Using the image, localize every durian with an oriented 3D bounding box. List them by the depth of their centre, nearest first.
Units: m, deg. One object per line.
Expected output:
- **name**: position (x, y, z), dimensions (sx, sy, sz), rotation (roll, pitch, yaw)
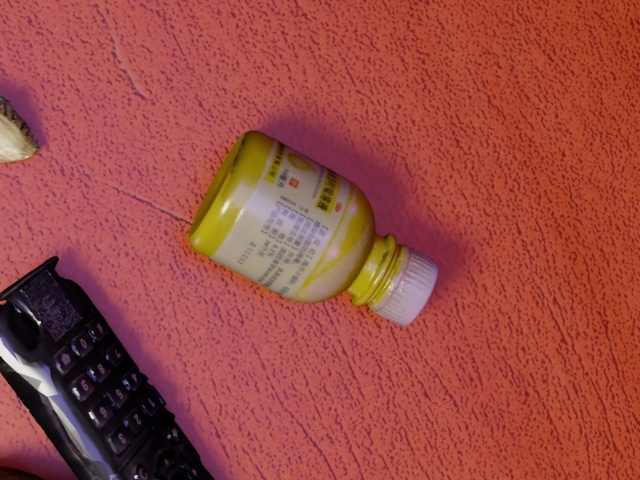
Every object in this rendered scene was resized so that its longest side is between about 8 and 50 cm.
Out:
- **durian**: position (-0.310, -0.103, 1.182), dimensions (0.130, 0.052, 0.066), rotation (6, 89, -13)

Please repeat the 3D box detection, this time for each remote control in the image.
- **remote control**: position (-0.157, 0.205, 1.167), dimensions (0.062, 0.144, 0.399), rotation (-30, 98, 23)

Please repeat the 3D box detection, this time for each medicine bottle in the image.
- **medicine bottle**: position (0.000, 0.000, 1.210), dimensions (0.212, 0.122, 0.122), rotation (28, 83, -10)

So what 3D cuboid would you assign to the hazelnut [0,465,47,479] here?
- **hazelnut**: position (-0.267, 0.294, 1.115), dimensions (0.212, 0.181, 0.181), rotation (42, 100, 2)
